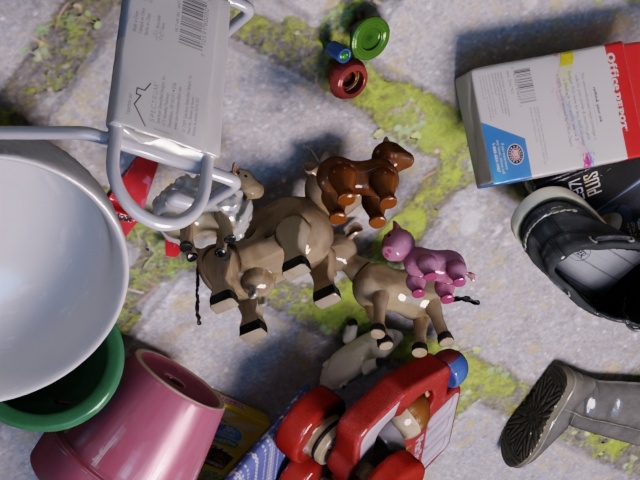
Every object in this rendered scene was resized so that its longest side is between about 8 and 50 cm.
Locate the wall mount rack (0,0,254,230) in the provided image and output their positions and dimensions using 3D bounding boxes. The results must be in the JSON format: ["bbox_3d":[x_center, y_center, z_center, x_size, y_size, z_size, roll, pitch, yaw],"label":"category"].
[{"bbox_3d":[-0.215,-0.172,1.452,0.304,0.350,0.130,17,154,-31],"label":"wall mount rack"}]

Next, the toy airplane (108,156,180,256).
[{"bbox_3d":[-0.206,-0.023,1.705,0.151,0.028,0.151,-9,128,-12],"label":"toy airplane"}]

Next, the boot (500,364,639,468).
[{"bbox_3d":[0.380,0.261,2.099,0.208,0.076,0.189,13,124,-34],"label":"boot"}]

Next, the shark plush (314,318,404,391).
[{"bbox_3d":[0.040,0.174,1.925,0.161,0.073,0.067,-54,155,17],"label":"shark plush"}]

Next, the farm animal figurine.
[{"bbox_3d":[0.000,0.000,1.712,0.327,0.172,0.330,-14,139,5],"label":"farm animal figurine"}]

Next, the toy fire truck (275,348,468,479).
[{"bbox_3d":[0.087,0.253,1.892,0.254,0.169,0.302,-41,154,-28],"label":"toy fire truck"}]

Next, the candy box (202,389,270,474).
[{"bbox_3d":[-0.175,0.229,1.912,0.206,0.027,0.105,29,111,-32],"label":"candy box"}]

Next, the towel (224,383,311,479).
[{"bbox_3d":[-0.116,0.361,1.880,0.336,0.040,0.243,-46,154,-42],"label":"towel"}]

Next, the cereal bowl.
[{"bbox_3d":[-0.380,0.011,1.602,0.339,0.141,0.339,-9,129,-11],"label":"cereal bowl"}]

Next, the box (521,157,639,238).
[{"bbox_3d":[0.334,-0.050,1.828,0.147,0.077,0.180,-21,130,0],"label":"box"}]

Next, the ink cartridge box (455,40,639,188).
[{"bbox_3d":[0.283,-0.146,1.695,0.231,0.078,0.134,-11,89,-9],"label":"ink cartridge box"}]

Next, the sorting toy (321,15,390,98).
[{"bbox_3d":[0.031,-0.207,1.638,0.061,0.042,0.102,9,112,-42],"label":"sorting toy"}]

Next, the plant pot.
[{"bbox_3d":[-0.215,0.239,1.778,0.201,0.201,0.180,30,98,-34],"label":"plant pot"}]

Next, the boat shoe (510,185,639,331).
[{"bbox_3d":[0.372,0.051,1.793,0.127,0.113,0.340,-43,128,18],"label":"boat shoe"}]

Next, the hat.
[{"bbox_3d":[-0.330,0.163,1.793,0.209,0.173,0.183,6,161,2],"label":"hat"}]
